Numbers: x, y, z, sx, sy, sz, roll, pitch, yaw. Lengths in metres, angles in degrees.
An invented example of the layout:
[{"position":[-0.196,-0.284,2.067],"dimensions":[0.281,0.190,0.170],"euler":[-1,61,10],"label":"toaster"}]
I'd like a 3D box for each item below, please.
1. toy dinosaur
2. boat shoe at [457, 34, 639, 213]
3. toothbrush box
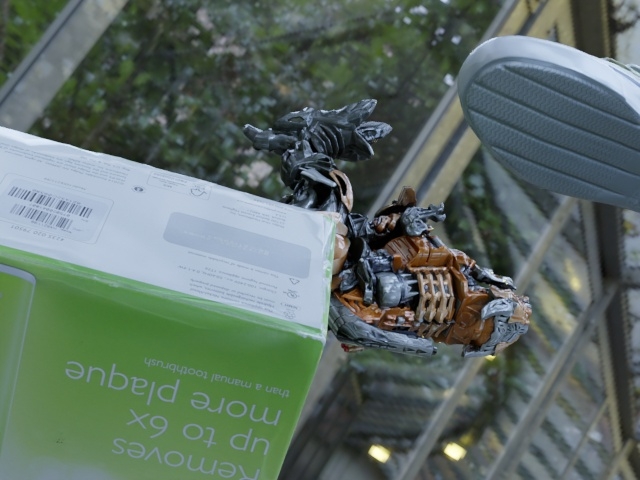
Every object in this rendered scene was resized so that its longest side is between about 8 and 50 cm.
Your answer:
[{"position":[0.000,0.000,0.830],"dimensions":[0.322,0.164,0.218],"euler":[31,27,-21],"label":"toy dinosaur"},{"position":[0.232,-0.089,0.860],"dimensions":[0.302,0.094,0.109],"euler":[22,-48,-25],"label":"boat shoe"},{"position":[-0.128,0.104,0.606],"dimensions":[0.206,0.122,0.283],"euler":[16,-59,-6],"label":"toothbrush box"}]
